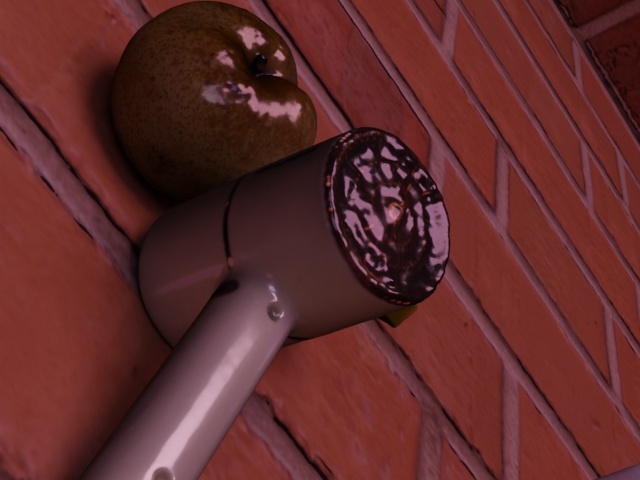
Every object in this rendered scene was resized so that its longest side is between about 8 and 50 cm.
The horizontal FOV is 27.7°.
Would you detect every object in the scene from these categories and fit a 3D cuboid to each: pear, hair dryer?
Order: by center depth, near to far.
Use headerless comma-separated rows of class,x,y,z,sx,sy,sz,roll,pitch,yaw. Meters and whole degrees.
hair dryer,-0.068,0.079,0.837,0.128,0.203,0.362,53,43,-19
pear,-0.085,-0.109,1.021,0.167,0.136,0.167,25,45,-28

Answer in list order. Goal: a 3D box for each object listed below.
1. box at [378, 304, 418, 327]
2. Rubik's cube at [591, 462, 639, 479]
box,0.000,0.000,1.090,0.121,0.030,0.193,53,-11,-22
Rubik's cube,0.166,0.362,0.807,0.322,0.318,0.316,32,38,-50
